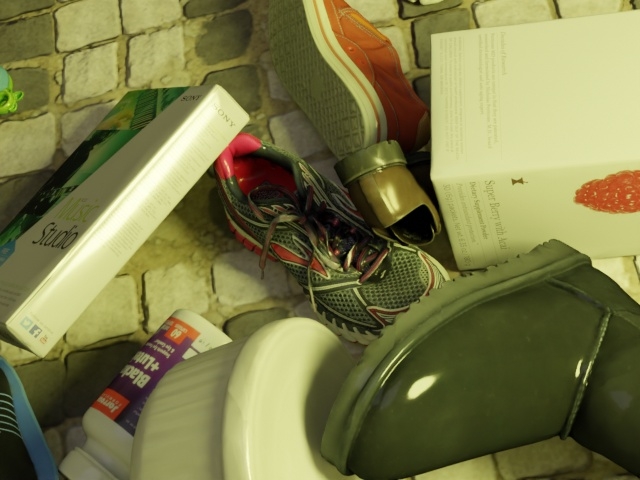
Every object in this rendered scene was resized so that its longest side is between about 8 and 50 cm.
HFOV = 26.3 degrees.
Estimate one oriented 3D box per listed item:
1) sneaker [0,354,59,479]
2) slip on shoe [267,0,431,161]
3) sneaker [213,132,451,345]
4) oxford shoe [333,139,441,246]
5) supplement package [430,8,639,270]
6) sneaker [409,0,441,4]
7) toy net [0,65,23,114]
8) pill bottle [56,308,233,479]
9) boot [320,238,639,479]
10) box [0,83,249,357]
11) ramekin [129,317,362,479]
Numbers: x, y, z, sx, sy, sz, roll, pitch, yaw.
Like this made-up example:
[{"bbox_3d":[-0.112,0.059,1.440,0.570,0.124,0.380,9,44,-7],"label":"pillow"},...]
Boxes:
[{"bbox_3d":[-0.324,0.188,1.319,0.091,0.081,0.232,-9,31,-26],"label":"sneaker"},{"bbox_3d":[0.023,-0.201,1.502,0.101,0.123,0.331,-5,45,-27],"label":"slip on shoe"},{"bbox_3d":[0.000,0.000,1.368,0.299,0.112,0.121,32,71,29],"label":"sneaker"},{"bbox_3d":[0.079,-0.035,1.326,0.083,0.227,0.096,-27,82,20],"label":"oxford shoe"},{"bbox_3d":[0.262,-0.097,1.316,0.293,0.177,0.175,-6,57,13],"label":"supplement package"},{"bbox_3d":[0.052,-0.387,1.597,0.292,0.118,0.110,34,74,32],"label":"sneaker"},{"bbox_3d":[-0.458,-0.124,1.615,0.232,0.045,0.122,-36,58,-7],"label":"toy net"},{"bbox_3d":[-0.158,0.168,1.305,0.108,0.108,0.193,30,70,29],"label":"pill bottle"},{"bbox_3d":[0.277,0.183,1.091,0.445,0.146,0.367,34,43,28],"label":"boot"},{"bbox_3d":[-0.238,-0.030,1.417,0.322,0.058,0.232,-50,26,-19],"label":"box"},{"bbox_3d":[-0.048,0.206,1.141,0.127,0.273,0.272,-12,55,24],"label":"ramekin"}]
